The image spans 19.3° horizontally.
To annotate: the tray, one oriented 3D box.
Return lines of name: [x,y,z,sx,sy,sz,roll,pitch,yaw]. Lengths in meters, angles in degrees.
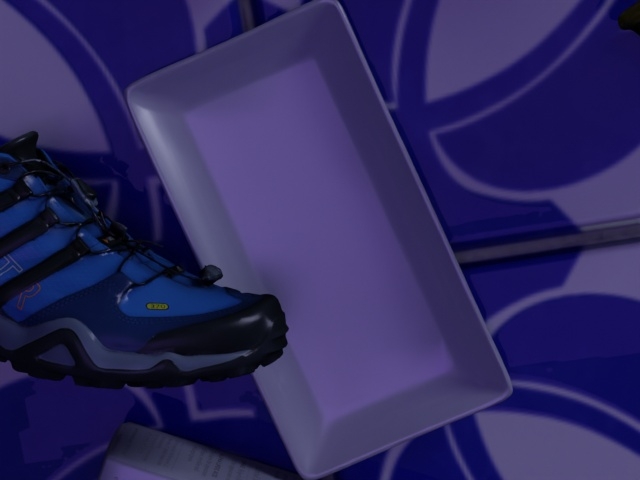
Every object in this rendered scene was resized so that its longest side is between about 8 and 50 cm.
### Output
tray: [0.000,0.000,1.150,0.145,0.030,0.270,-23,99,8]

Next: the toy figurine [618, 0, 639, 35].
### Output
toy figurine: [0.374,-0.131,1.028,0.362,0.191,0.217,-32,102,10]

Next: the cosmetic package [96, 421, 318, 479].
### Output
cosmetic package: [-0.035,0.206,1.165,0.231,0.085,0.117,18,102,-2]

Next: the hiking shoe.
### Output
hiking shoe: [-0.164,0.005,1.110,0.304,0.113,0.132,11,99,8]
